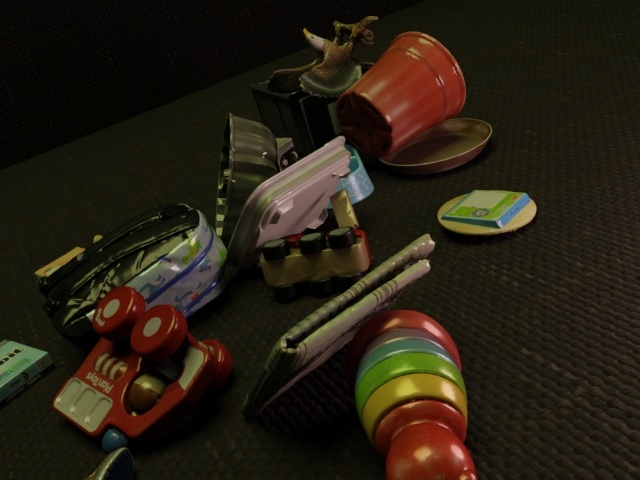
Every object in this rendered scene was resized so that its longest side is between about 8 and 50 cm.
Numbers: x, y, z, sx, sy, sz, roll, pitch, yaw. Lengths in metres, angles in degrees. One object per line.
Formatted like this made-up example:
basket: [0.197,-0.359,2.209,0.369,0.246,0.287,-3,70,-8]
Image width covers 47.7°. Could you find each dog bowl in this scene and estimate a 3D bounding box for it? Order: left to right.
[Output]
dog bowl: [0.046,-0.178,1.944,0.165,0.074,0.297,-16,26,3]

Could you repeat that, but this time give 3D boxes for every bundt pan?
bundt pan: [-0.179,-0.139,1.760,0.124,0.331,0.331,5,22,-13]

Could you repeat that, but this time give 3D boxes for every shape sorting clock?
shape sorting clock: [0.354,-0.059,1.544,0.206,0.040,0.206,-12,23,5]

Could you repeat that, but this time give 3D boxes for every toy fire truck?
toy fire truck: [-0.317,0.241,1.258,0.302,0.169,0.254,15,66,43]
toy fire truck: [0.000,0.000,1.550,0.216,0.159,0.246,-11,14,15]

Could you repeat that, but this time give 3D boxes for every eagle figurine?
eagle figurine: [0.014,-0.498,2.043,0.298,0.225,0.226,-58,-5,-13]

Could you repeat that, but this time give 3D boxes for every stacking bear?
stacking bear: [0.128,0.238,0.967,0.175,0.164,0.289,-16,30,4]

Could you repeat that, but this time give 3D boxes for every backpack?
backpack: [-0.372,0.073,1.527,0.355,0.273,0.290,-49,31,-7]

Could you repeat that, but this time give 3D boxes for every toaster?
toaster: [-0.142,-0.182,1.967,0.185,0.168,0.110,3,29,35]

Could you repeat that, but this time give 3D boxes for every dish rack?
dish rack: [-0.060,-0.071,1.633,0.072,0.286,0.332,44,49,13]

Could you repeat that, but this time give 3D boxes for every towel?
towel: [0.030,0.145,1.136,0.324,0.312,0.056,-34,75,-31]

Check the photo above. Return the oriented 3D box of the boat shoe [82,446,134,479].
boat shoe: [-0.340,0.380,1.068,0.066,0.066,0.183,-9,26,20]

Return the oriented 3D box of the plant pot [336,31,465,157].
plant pot: [0.200,-0.374,1.942,0.265,0.273,0.272,-40,33,-26]

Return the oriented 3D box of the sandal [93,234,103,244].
sandal: [-0.595,0.026,1.927,0.239,0.079,0.088,-7,27,21]

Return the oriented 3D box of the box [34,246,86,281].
box: [-0.591,0.094,1.774,0.170,0.091,0.130,8,35,43]

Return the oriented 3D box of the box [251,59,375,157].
box: [0.002,-0.429,2.318,0.293,0.212,0.395,-26,27,-18]

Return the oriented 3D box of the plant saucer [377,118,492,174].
plant saucer: [0.308,-0.249,1.950,0.310,0.050,0.311,-14,26,7]

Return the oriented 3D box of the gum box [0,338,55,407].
gum box: [-0.671,0.279,1.511,0.184,0.041,0.157,5,34,40]
